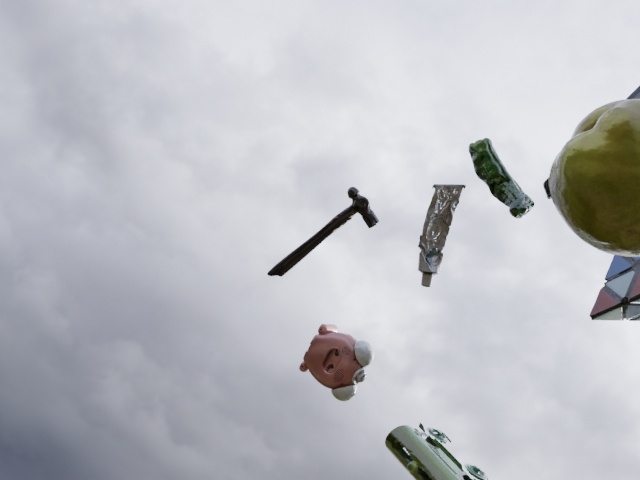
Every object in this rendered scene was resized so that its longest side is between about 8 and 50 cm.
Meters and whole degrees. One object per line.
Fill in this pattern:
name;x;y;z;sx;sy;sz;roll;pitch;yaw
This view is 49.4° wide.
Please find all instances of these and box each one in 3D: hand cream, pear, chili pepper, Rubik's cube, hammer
hand cream;0.275;-0.012;1.639;0.084;0.050;0.257;4;-74;-18
pear;0.387;-0.076;0.874;0.199;0.200;0.200;20;-41;19
chili pepper;0.292;-0.092;1.119;0.050;0.182;0.073;-29;-44;6
Rubik's cube;0.711;0.117;1.538;0.284;0.234;0.250;60;4;3
hammer;0.000;0.000;0.985;0.065;0.178;0.021;51;-1;-5

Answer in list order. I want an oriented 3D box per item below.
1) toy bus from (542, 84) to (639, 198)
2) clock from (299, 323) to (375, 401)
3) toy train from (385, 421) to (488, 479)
toy bus;0.624;-0.191;1.354;0.162;0.386;0.171;44;-18;11
clock;0.044;0.306;1.754;0.162;0.166;0.092;29;7;25
toy train;0.304;0.585;1.830;0.189;0.126;0.307;33;4;-38
